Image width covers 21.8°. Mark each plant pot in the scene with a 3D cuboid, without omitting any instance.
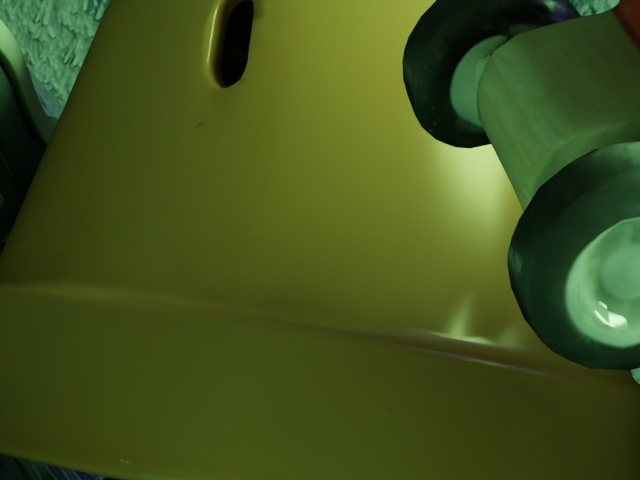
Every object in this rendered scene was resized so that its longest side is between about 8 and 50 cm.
[{"bbox_3d":[0.000,0.000,0.689,0.291,0.203,0.291,8,-5,1],"label":"plant pot"}]

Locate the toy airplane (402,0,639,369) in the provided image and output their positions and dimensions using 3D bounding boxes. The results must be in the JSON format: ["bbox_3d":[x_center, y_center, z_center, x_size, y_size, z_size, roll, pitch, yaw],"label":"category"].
[{"bbox_3d":[0.235,0.017,0.529,0.386,0.272,0.384,58,8,14],"label":"toy airplane"}]

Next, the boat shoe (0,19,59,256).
[{"bbox_3d":[-0.178,-0.034,0.678,0.116,0.099,0.319,6,-15,12],"label":"boat shoe"}]

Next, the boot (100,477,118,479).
[{"bbox_3d":[0.023,0.128,0.636,0.248,0.207,0.090,71,14,-78],"label":"boot"}]
